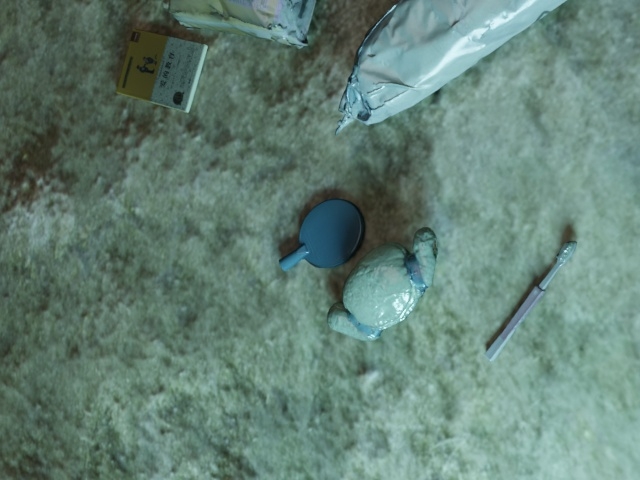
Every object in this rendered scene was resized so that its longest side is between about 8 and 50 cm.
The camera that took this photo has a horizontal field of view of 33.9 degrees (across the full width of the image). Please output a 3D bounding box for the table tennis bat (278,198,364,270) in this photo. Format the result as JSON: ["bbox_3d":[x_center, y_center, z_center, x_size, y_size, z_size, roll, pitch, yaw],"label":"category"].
[{"bbox_3d":[0.000,0.000,1.563,0.155,0.019,0.100,-35,67,24],"label":"table tennis bat"}]

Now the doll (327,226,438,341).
[{"bbox_3d":[0.088,0.066,1.463,0.214,0.071,0.103,-45,61,25],"label":"doll"}]

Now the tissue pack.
[{"bbox_3d":[-0.118,-0.425,1.628,0.257,0.123,0.215,18,93,33],"label":"tissue pack"}]

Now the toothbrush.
[{"bbox_3d":[0.275,0.079,1.372,0.014,0.017,0.194,45,111,35],"label":"toothbrush"}]

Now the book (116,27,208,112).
[{"bbox_3d":[-0.271,-0.289,1.779,0.172,0.012,0.118,18,94,34],"label":"book"}]

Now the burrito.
[{"bbox_3d":[0.169,-0.292,1.432,0.445,0.101,0.139,-35,82,26],"label":"burrito"}]
